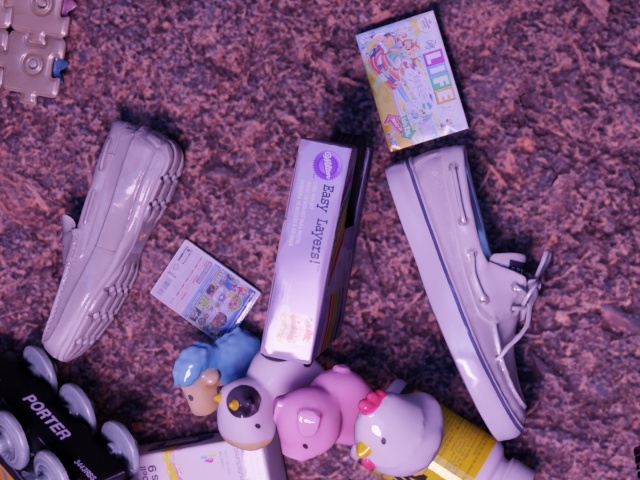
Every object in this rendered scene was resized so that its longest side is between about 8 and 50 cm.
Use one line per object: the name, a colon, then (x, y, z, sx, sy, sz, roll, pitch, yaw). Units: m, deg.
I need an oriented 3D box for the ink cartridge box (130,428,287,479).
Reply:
ink cartridge box: (-0.153, 0.331, 1.934, 0.212, 0.093, 0.154, -10, 92, 12)

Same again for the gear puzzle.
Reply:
gear puzzle: (-0.481, -0.285, 1.989, 0.339, 0.044, 0.175, 11, 97, 12)

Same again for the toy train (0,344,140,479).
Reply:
toy train: (-0.344, 0.274, 1.889, 0.334, 0.142, 0.190, 37, 133, 35)

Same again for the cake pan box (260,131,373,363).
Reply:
cake pan box: (0.000, 0.000, 1.812, 0.070, 0.246, 0.266, 11, 94, 6)

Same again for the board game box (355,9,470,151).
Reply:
board game box: (0.115, -0.198, 1.889, 0.103, 0.026, 0.154, -17, 90, 10)

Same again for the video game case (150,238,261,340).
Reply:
video game case: (-0.149, 0.068, 1.960, 0.122, 0.011, 0.087, 35, 98, 7)

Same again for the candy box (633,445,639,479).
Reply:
candy box: (0.451, 0.274, 1.750, 0.159, 0.233, 0.071, -17, 90, 11)

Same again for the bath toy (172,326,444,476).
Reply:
bath toy: (-0.017, 0.196, 1.797, 0.348, 0.129, 0.151, 13, 70, 41)

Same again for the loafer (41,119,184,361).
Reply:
loafer: (-0.284, 0.000, 1.937, 0.111, 0.112, 0.319, 26, 90, 14)

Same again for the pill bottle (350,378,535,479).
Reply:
pill bottle: (0.152, 0.271, 1.862, 0.208, 0.119, 0.119, 31, 98, 8)

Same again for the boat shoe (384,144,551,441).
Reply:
boat shoe: (0.212, 0.052, 1.843, 0.156, 0.136, 0.367, -21, 80, 8)
